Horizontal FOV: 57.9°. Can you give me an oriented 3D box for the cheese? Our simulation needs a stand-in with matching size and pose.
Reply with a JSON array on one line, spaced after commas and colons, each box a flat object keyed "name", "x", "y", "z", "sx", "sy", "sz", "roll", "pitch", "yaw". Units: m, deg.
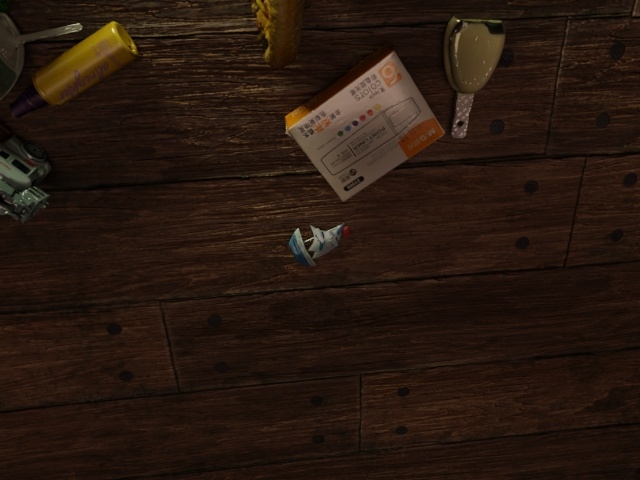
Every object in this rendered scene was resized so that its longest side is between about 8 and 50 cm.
[{"name": "cheese", "x": 0.309, "y": -0.337, "z": 1.218, "sx": 0.127, "sy": 0.054, "sz": 0.252, "roll": 0, "pitch": 119, "yaw": -8}]

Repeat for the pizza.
[{"name": "pizza", "x": -0.073, "y": -0.418, "z": 1.003, "sx": 0.087, "sy": 0.268, "sz": 0.258, "roll": -14, "pitch": 115, "yaw": -10}]

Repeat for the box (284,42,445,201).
[{"name": "box", "x": 0.093, "y": -0.245, "z": 1.219, "sx": 0.274, "sy": 0.091, "sz": 0.221, "roll": -36, "pitch": 117, "yaw": 13}]

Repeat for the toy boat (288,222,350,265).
[{"name": "toy boat", "x": -0.004, "y": 0.011, "z": 1.388, "sx": 0.149, "sy": 0.034, "sz": 0.105, "roll": -8, "pitch": 117, "yaw": -17}]

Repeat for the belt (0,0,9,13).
[{"name": "belt", "x": -0.611, "y": -0.456, "z": 0.998, "sx": 0.151, "sy": 0.121, "sz": 0.079, "roll": 14, "pitch": 96, "yaw": -15}]

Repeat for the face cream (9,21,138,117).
[{"name": "face cream", "x": -0.485, "y": -0.317, "z": 1.115, "sx": 0.273, "sy": 0.078, "sz": 0.078, "roll": -28, "pitch": 118, "yaw": 9}]

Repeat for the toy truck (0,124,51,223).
[{"name": "toy truck", "x": -0.682, "y": -0.164, "z": 1.114, "sx": 0.133, "sy": 0.184, "sz": 0.338, "roll": -41, "pitch": 115, "yaw": 16}]

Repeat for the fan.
[{"name": "fan", "x": -0.615, "y": -0.335, "z": 1.067, "sx": 0.294, "sy": 0.012, "sz": 0.223, "roll": 12, "pitch": 85, "yaw": -13}]
